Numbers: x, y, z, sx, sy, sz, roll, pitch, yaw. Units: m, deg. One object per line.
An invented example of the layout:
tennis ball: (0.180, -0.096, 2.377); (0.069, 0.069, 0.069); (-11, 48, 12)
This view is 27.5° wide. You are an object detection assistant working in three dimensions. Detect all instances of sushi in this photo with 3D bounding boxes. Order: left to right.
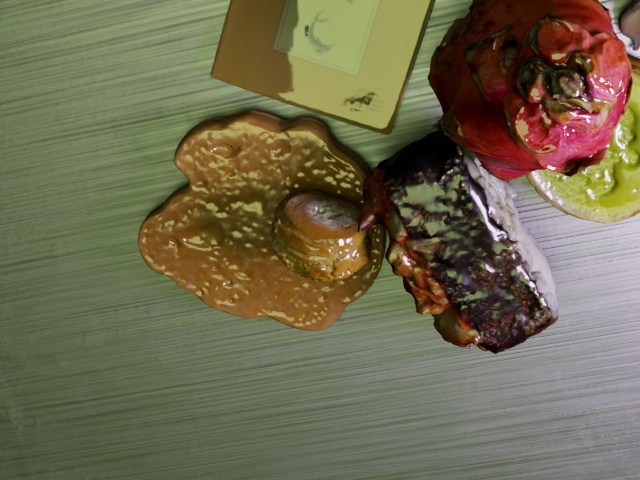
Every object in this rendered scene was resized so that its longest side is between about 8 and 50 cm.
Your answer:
sushi: (0.197, 0.010, 1.767); (0.182, 0.196, 0.343); (-23, 110, 23)

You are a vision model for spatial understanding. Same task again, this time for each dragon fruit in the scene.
dragon fruit: (0.254, -0.194, 1.594); (0.315, 0.250, 0.250); (1, 118, 52)

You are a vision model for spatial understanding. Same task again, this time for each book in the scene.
book: (0.026, -0.355, 1.734); (0.269, 0.032, 0.389); (20, 111, 2)

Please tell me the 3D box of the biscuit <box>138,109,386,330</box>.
biscuit: (-0.079, -0.030, 1.856); (0.351, 0.057, 0.312); (9, 111, 2)

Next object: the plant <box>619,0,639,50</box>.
plant: (0.459, -0.340, 1.599); (0.234, 0.204, 0.178); (-39, 100, 12)

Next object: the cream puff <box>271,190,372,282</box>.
cream puff: (0.000, 0.001, 1.766); (0.144, 0.126, 0.103); (16, 128, 8)

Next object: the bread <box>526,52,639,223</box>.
bread: (0.376, -0.139, 1.746); (0.236, 0.070, 0.236); (3, 112, 8)
